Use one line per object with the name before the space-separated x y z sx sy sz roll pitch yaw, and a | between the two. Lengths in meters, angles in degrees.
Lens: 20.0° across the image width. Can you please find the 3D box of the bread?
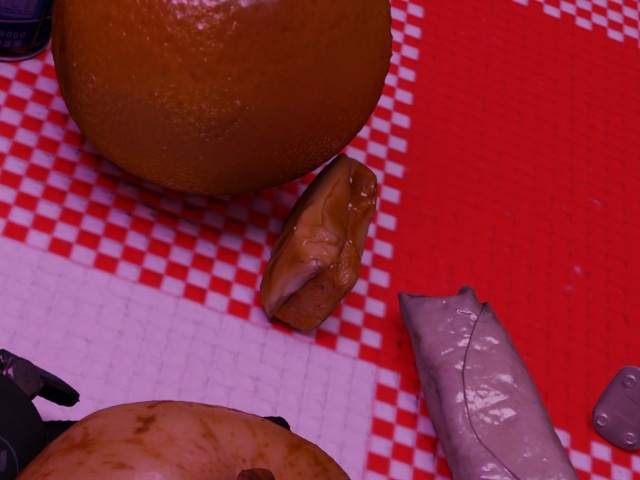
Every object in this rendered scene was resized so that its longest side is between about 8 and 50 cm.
bread | 0.000 0.000 1.235 0.053 0.074 0.132 32 41 -10

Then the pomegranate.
pomegranate | -0.062 0.180 0.897 0.215 0.215 0.215 15 41 -14

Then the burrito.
burrito | 0.116 0.129 1.168 0.082 0.059 0.275 -7 48 -14

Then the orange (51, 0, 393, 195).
orange | -0.068 -0.137 1.232 0.236 0.236 0.236 15 41 -14

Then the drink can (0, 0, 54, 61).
drink can | -0.201 -0.241 1.257 0.097 0.235 0.097 15 42 -13

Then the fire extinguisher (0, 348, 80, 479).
fire extinguisher | -0.212 0.154 0.939 0.114 0.095 0.311 53 36 -24

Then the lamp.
lamp | 0.242 0.081 1.316 0.050 0.056 0.198 31 29 7

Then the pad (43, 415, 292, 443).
pad | -0.120 0.167 1.042 0.265 0.009 0.159 1 46 -25
